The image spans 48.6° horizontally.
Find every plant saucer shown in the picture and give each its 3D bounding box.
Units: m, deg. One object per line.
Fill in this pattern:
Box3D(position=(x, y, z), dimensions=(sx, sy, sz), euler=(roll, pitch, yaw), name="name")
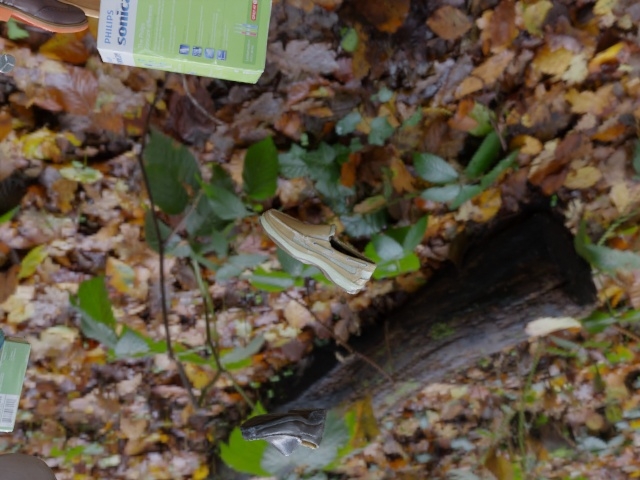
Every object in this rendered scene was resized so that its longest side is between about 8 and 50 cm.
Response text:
Box3D(position=(-0.484, -0.507, 1.422), dimensions=(0.200, 0.200, 0.037), euler=(11, 122, -30), name="plant saucer")

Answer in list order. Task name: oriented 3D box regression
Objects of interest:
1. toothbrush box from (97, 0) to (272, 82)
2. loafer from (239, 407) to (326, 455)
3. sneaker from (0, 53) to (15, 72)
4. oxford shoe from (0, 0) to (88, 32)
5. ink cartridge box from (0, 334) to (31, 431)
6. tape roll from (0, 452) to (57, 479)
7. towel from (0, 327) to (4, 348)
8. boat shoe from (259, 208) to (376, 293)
Box3D(position=(-0.234, -0.406, 1.249), dimensions=(0.284, 0.206, 0.122), euler=(5, -178, -13), name="toothbrush box")
Box3D(position=(-0.047, 0.276, 1.011), dimensions=(0.062, 0.061, 0.170), euler=(-10, 167, 38), name="loafer")
Box3D(position=(-0.899, -0.485, 1.927), dimensions=(0.061, 0.152, 0.053), euler=(25, 117, 18), name="sneaker")
Box3D(position=(-0.493, -0.414, 1.197), dimensions=(0.097, 0.098, 0.271), euler=(21, -166, 21), name="oxford shoe")
Box3D(position=(-0.638, 0.280, 1.445), dimensions=(0.056, 0.171, 0.235), euler=(12, 172, -26), name="ink cartridge box")
Box3D(position=(-0.440, 0.380, 0.917), dimensions=(0.219, 0.219, 0.072), euler=(-9, 118, 1), name="tape roll")
Box3D(position=(-0.657, 0.195, 1.071), dimensions=(0.271, 0.370, 0.040), euler=(38, 114, -22), name="towel")
Box3D(position=(0.000, 0.000, 1.075), dimensions=(0.190, 0.068, 0.072), euler=(33, 115, -9), name="boat shoe")
